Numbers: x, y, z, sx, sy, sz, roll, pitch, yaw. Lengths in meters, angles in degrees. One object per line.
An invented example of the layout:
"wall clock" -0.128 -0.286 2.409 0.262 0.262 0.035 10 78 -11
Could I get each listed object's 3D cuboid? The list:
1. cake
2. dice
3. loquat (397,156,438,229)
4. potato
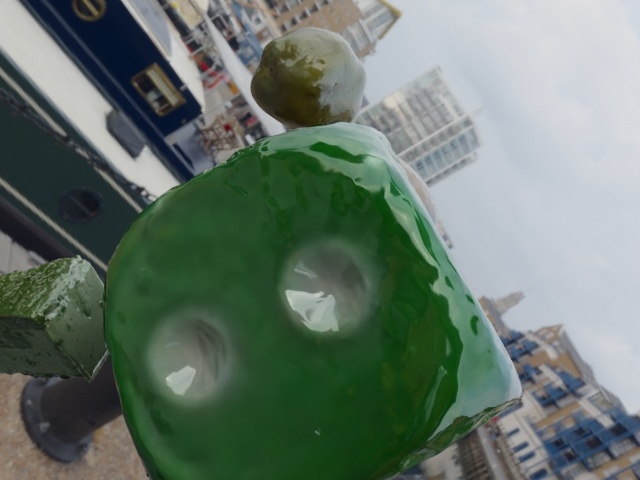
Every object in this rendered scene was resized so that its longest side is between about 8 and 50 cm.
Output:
"cake" -0.334 0.086 0.642 0.099 0.235 0.100 -67 144 -48
"dice" -0.005 0.084 0.572 0.287 0.300 0.297 65 11 13
"loquat" 0.000 0.000 0.900 0.359 0.329 0.328 25 -7 21
"potato" -0.013 -0.243 0.919 0.200 0.136 0.155 9 91 -56
